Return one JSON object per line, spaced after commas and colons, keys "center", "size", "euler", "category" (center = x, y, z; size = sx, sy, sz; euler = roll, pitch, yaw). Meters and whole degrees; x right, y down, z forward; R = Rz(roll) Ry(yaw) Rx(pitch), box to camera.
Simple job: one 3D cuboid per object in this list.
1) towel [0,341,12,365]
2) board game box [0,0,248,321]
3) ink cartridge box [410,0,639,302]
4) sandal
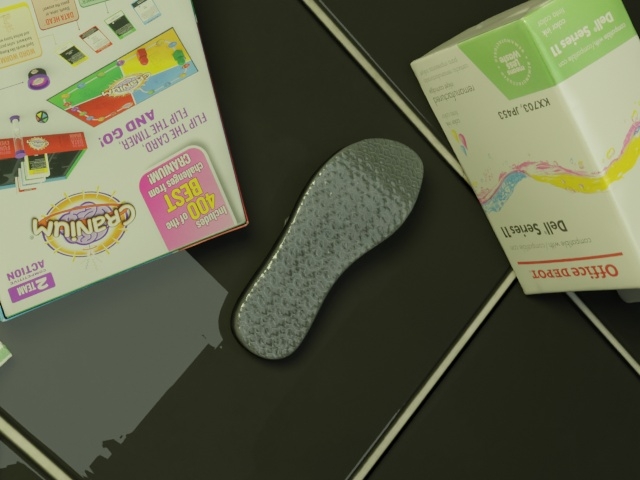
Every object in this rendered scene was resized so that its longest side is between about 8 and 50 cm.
{"center": [-0.330, 0.069, 0.961], "size": [0.152, 0.023, 0.113], "euler": [54, 33, -14], "category": "towel"}
{"center": [-0.212, -0.122, 0.992], "size": [0.242, 0.064, 0.317], "euler": [-22, 112, -25], "category": "board game box"}
{"center": [0.258, -0.064, 1.178], "size": [0.119, 0.207, 0.353], "euler": [-33, 100, -25], "category": "ink cartridge box"}
{"center": [-0.001, 0.000, 1.144], "size": [0.097, 0.054, 0.254], "euler": [42, 80, -10], "category": "sandal"}
